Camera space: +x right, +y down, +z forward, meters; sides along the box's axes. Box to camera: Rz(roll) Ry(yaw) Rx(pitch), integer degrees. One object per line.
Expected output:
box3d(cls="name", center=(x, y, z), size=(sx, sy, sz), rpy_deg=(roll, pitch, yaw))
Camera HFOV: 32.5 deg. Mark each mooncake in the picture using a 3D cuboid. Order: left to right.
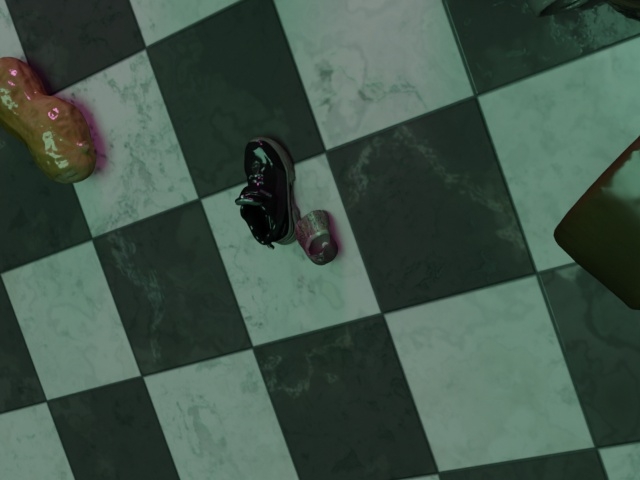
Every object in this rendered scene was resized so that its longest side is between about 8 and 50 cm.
box3d(cls="mooncake", center=(0.405, -0.054, 1.203), size=(0.155, 0.284, 0.284), rpy_deg=(45, 121, 14))

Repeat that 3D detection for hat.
box3d(cls="hat", center=(0.000, -0.002, 1.613), size=(0.058, 0.042, 0.087), rpy_deg=(-29, 54, 13))

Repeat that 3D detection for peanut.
box3d(cls="peanut", center=(-0.461, -0.199, 1.805), size=(0.263, 0.101, 0.117), rpy_deg=(43, 100, 18))

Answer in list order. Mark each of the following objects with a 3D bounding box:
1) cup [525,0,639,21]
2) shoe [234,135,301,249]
box3d(cls="cup", center=(0.340, -0.324, 1.187), size=(0.301, 0.257, 0.227), rpy_deg=(-22, 88, 36))
box3d(cls="shoe", center=(-0.087, -0.065, 1.608), size=(0.071, 0.099, 0.169), rpy_deg=(-6, 102, 32))
